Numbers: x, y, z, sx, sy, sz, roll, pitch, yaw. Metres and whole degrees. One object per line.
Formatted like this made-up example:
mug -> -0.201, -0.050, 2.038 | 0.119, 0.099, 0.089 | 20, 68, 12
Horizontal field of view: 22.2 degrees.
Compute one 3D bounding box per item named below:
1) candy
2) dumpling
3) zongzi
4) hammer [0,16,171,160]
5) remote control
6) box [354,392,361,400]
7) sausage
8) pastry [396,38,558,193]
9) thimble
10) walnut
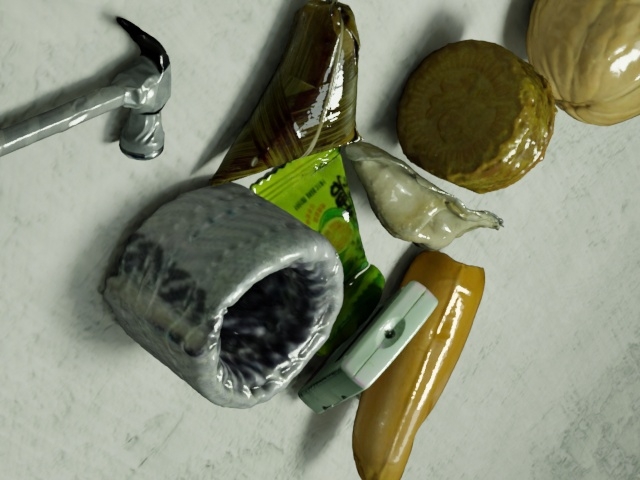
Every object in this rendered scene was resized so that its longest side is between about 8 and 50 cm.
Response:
candy -> 0.000, 0.000, 1.922 | 0.149, 0.069, 0.246 | -44, 133, -36
dumpling -> 0.137, -0.030, 2.009 | 0.086, 0.166, 0.332 | -59, 153, 5
zongzi -> -0.040, -0.160, 1.706 | 0.184, 0.084, 0.187 | -22, 131, -29
hammer -> -0.291, -0.072, 1.430 | 0.427, 0.044, 0.152 | -31, 142, -38
remote control -> 0.053, 0.139, 2.028 | 0.145, 0.050, 0.344 | -49, 180, -14
box -> 0.075, 0.184, 2.299 | 0.083, 0.024, 0.054 | -46, 149, -17
sausage -> 0.119, 0.186, 2.225 | 0.134, 0.116, 0.354 | -154, -95, -77
pastry -> 0.184, -0.148, 1.949 | 0.103, 0.189, 0.188 | 22, 100, -55
thimble -> -0.101, 0.057, 1.746 | 0.245, 0.157, 0.217 | 2, 116, -59
walnut -> 0.381, -0.277, 2.095 | 0.261, 0.225, 0.225 | -59, 153, -6
